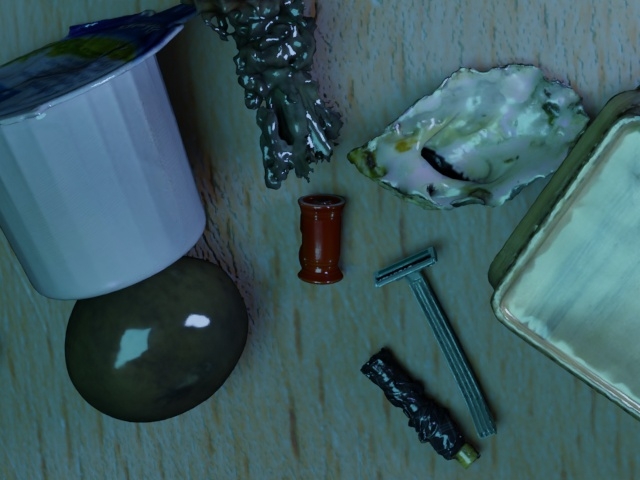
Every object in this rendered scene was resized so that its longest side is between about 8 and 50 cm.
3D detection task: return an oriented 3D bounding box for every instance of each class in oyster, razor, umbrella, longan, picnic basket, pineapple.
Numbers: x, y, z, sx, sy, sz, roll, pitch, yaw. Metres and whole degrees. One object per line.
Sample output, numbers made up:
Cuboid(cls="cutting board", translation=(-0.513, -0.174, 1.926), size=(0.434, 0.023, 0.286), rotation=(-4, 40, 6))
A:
Cuboid(cls="oyster", translation=(0.141, -0.083, 1.393), size=(0.209, 0.072, 0.133), rotation=(-34, 78, 8))
Cuboid(cls="razor", translation=(0.122, 0.101, 1.465), size=(0.068, 0.037, 0.191), rotation=(-25, 97, 21))
Cuboid(cls="umbrella", translation=(0.097, 0.167, 1.493), size=(0.144, 0.037, 0.040), rotation=(46, 102, 7))
Cuboid(cls="longan", translation=(-0.161, 0.093, 1.503), size=(0.187, 0.167, 0.167), rotation=(-18, 98, 20))
Cuboid(cls="picnic basket", translation=(0.326, 0.031, 1.296), size=(0.313, 0.175, 0.228), rotation=(35, 114, 4))
Cuboid(cls="pineapple", translation=(-0.063, -0.225, 1.374), size=(0.175, 0.175, 0.361), rotation=(-7, 102, 22))

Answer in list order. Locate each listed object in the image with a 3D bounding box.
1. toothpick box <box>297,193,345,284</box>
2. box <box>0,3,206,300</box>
Cuboid(cls="toothpick box", translation=(0.000, 0.000, 1.477), size=(0.047, 0.047, 0.083), rotation=(7, 108, 19))
Cuboid(cls="box", translation=(-0.206, -0.082, 1.455), size=(0.262, 0.291, 0.206), rotation=(20, 134, 58))
